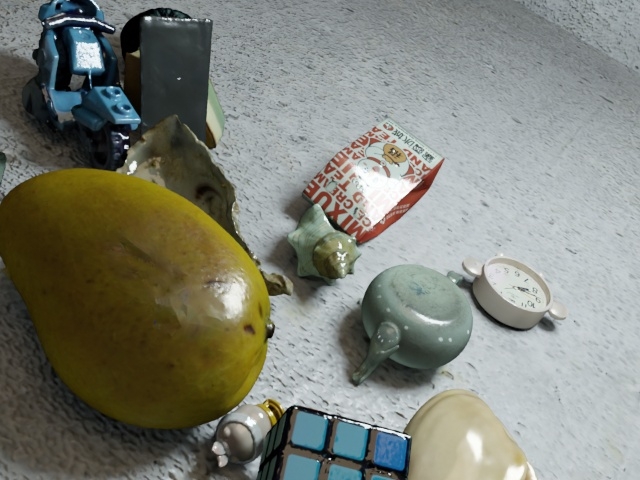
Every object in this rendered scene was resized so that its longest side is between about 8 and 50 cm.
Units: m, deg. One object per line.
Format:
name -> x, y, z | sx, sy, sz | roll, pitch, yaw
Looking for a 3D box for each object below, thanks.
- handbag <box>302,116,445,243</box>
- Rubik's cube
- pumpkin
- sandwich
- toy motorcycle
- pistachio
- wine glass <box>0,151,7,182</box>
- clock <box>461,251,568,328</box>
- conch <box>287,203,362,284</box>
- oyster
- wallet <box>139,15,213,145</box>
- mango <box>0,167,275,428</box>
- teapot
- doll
handbag -> 0.108, -0.113, 1.424 | 0.171, 0.151, 0.298 | 39, 46, 11
Rubik's cube -> 0.005, 0.315, 0.857 | 0.160, 0.163, 0.162 | 16, 57, -8
pumpkin -> -0.353, -0.437, 1.577 | 0.201, 0.140, 0.202 | 5, 56, -8
sandwich -> -0.289, -0.317, 1.436 | 0.219, 0.186, 0.108 | 22, 42, -2
toy motorcycle -> -0.453, -0.313, 1.315 | 0.172, 0.232, 0.416 | -7, 48, -38
pistachio -> 0.170, 0.344, 0.924 | 0.194, 0.213, 0.318 | 60, 43, -23
wine glass -> -0.633, -0.136, 1.153 | 0.195, 0.079, 0.079 | 12, 41, -11
clock -> 0.380, 0.102, 1.381 | 0.229, 0.063, 0.156 | 27, 37, 1
conch -> -0.008, 0.005, 1.262 | 0.114, 0.137, 0.234 | -31, 50, -15
oyster -> -0.229, -0.024, 1.189 | 0.204, 0.111, 0.396 | -32, 77, -10
wallet -> -0.282, -0.286, 1.346 | 0.146, 0.286, 0.030 | -9, 24, -36
mango -> -0.270, 0.067, 0.969 | 0.444, 0.221, 0.301 | 33, 71, 12
teapot -> 0.162, 0.135, 1.192 | 0.193, 0.130, 0.294 | 39, 40, 18
doll -> -0.113, 0.266, 0.966 | 0.084, 0.073, 0.127 | 9, 22, 39
